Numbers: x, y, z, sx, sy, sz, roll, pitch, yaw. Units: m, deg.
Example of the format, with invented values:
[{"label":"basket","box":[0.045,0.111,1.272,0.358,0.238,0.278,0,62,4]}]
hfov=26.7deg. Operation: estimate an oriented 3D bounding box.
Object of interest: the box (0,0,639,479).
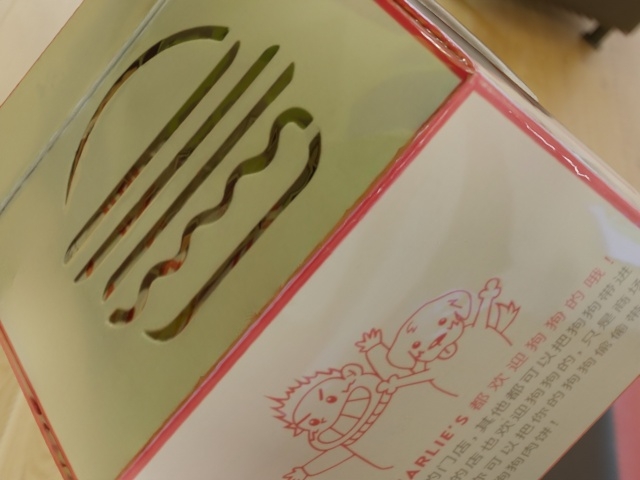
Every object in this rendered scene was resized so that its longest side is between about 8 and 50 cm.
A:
[{"label":"box","box":[0.000,0.000,0.835,0.312,0.314,0.300,30,15,-45]}]
